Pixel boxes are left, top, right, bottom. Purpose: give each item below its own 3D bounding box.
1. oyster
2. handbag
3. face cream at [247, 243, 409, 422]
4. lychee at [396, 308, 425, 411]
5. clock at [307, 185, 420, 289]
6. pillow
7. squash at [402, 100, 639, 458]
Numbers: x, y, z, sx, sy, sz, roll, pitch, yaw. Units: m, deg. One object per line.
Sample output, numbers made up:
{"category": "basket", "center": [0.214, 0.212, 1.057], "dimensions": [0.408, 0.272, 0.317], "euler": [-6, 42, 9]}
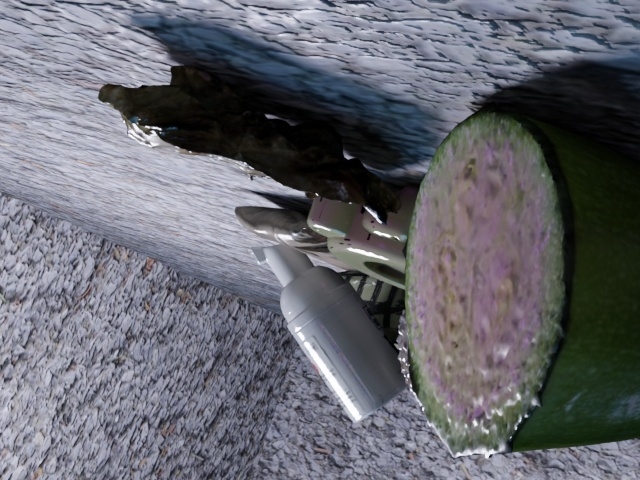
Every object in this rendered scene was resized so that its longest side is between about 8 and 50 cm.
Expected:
{"category": "oyster", "center": [-0.071, -0.109, 1.046], "dimensions": [0.360, 0.096, 0.221], "euler": [20, 175, -9]}
{"category": "handbag", "center": [0.205, 0.163, 1.852], "dimensions": [0.326, 0.163, 0.325], "euler": [22, 167, -28]}
{"category": "face cream", "center": [0.013, 0.139, 1.660], "dimensions": [0.370, 0.145, 0.145], "euler": [55, 172, 5]}
{"category": "lychee", "center": [0.260, 0.192, 1.541], "dimensions": [0.299, 0.300, 0.300], "euler": [18, 171, 3]}
{"category": "clock", "center": [0.156, 0.011, 1.252], "dimensions": [0.309, 0.114, 0.284], "euler": [16, 172, 27]}
{"category": "pillow", "center": [0.000, 0.000, 1.579], "dimensions": [0.270, 0.067, 0.173], "euler": [21, 177, -40]}
{"category": "squash", "center": [0.270, 0.047, 0.829], "dimensions": [0.308, 0.311, 0.310], "euler": [5, 174, -16]}
